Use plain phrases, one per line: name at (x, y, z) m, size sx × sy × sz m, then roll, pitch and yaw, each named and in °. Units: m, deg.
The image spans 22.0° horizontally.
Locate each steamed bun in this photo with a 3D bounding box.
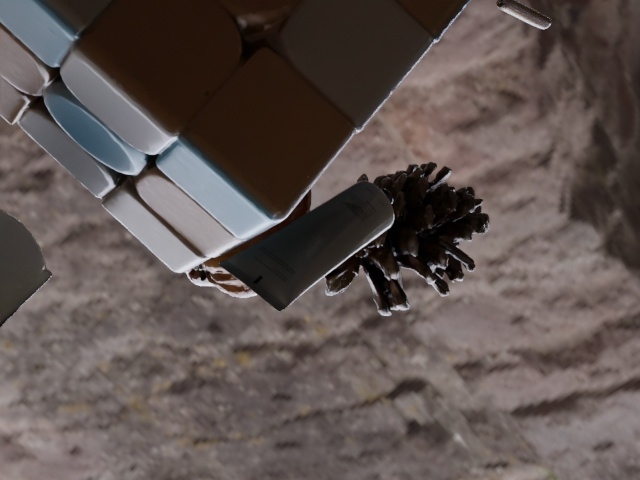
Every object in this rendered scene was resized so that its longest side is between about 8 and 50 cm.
steamed bun at (-0.439, 0.052, 1.855) m, size 0.241 × 0.164 × 0.146 m, roll -45°, pitch -170°, yaw -19°

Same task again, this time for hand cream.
hand cream at (0.000, 0.000, 1.577) m, size 0.186 × 0.054 × 0.087 m, roll -33°, pitch -127°, yaw -29°

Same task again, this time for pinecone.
pinecone at (0.088, -0.005, 1.801) m, size 0.195 × 0.150 × 0.179 m, roll -23°, pitch -166°, yaw 16°

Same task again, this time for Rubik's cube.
Rubik's cube at (-0.107, -0.218, 1.527) m, size 0.347 × 0.344 × 0.346 m, roll -49°, pitch -170°, yaw -18°

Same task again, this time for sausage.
sausage at (0.193, -0.216, 1.560) m, size 0.015 × 0.100 × 0.015 m, roll -6°, pitch -101°, yaw 35°

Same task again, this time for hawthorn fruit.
hawthorn fruit at (-0.097, -0.033, 1.824) m, size 0.189 × 0.189 × 0.189 m, roll -18°, pitch -132°, yaw 21°
